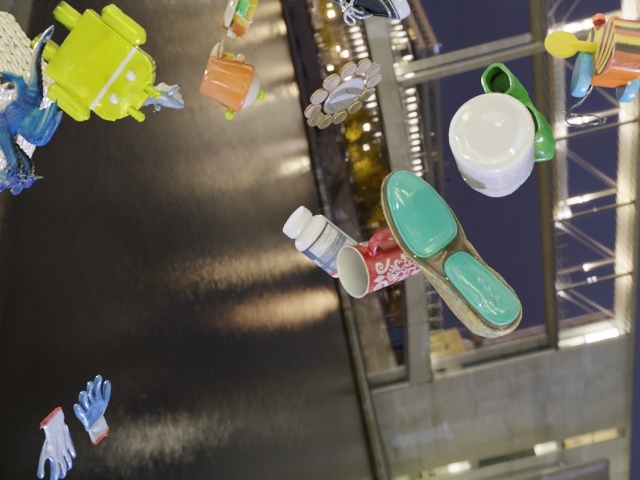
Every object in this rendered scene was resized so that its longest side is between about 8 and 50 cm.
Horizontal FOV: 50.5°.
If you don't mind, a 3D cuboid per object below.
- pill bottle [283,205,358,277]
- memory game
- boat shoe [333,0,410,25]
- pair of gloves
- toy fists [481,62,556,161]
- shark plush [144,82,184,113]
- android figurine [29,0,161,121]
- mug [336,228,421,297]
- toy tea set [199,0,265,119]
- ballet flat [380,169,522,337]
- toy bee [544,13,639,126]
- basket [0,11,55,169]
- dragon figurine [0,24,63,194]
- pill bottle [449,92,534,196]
[{"bbox_3d":[0.000,0.000,1.691,0.180,0.108,0.108,38,15,-15],"label":"pill bottle"},{"bbox_3d":[0.046,-0.290,1.351,0.012,0.186,0.186,54,-5,18],"label":"memory game"},{"bbox_3d":[0.084,-0.545,1.508,0.306,0.105,0.113,50,-2,42],"label":"boat shoe"},{"bbox_3d":[-0.457,0.354,1.272,0.198,0.023,0.159,-48,147,-52],"label":"pair of gloves"},{"bbox_3d":[0.496,-0.313,1.694,0.142,0.096,0.279,24,36,-47],"label":"toy fists"},{"bbox_3d":[-0.413,-0.354,1.723,0.161,0.073,0.067,-37,131,-52],"label":"shark plush"},{"bbox_3d":[-0.468,-0.368,1.443,0.273,0.248,0.056,40,12,-13],"label":"android figurine"},{"bbox_3d":[0.142,0.042,1.426,0.150,0.169,0.113,-31,-104,58],"label":"mug"},{"bbox_3d":[-0.129,-0.401,1.303,0.200,0.124,0.336,-90,-157,-52],"label":"toy tea set"},{"bbox_3d":[0.219,0.031,1.215,0.349,0.123,0.123,52,-4,16],"label":"ballet flat"},{"bbox_3d":[0.453,-0.304,1.098,0.298,0.195,0.162,173,-73,-77],"label":"toy bee"},{"bbox_3d":[-0.897,-0.379,1.747,0.328,0.331,0.266,51,34,17],"label":"basket"},{"bbox_3d":[-0.501,-0.218,1.177,0.144,0.289,0.085,33,-12,-9],"label":"dragon figurine"},{"bbox_3d":[0.295,-0.149,1.149,0.229,0.131,0.131,31,45,-70],"label":"pill bottle"}]
